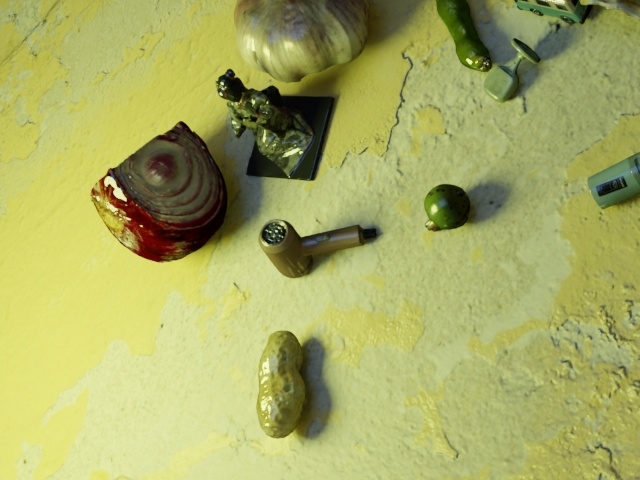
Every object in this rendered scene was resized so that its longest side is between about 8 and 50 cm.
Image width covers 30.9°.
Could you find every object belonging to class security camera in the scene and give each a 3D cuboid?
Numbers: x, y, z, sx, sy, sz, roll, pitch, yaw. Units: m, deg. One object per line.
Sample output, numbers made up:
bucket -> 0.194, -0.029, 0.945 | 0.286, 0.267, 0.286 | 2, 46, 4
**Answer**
security camera -> 0.288, -0.255, 1.767 | 0.092, 0.058, 0.058 | -52, 49, 23

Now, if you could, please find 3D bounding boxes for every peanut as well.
peanut -> -0.058, 0.223, 1.812 | 0.080, 0.080, 0.175 | -16, 61, 31

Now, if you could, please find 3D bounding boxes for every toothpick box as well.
toothpick box -> 0.416, -0.082, 1.592 | 0.083, 0.052, 0.052 | -28, 57, 27

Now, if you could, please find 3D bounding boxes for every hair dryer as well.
hair dryer -> 0.000, 0.000, 1.851 | 0.181, 0.117, 0.064 | -12, 62, 11

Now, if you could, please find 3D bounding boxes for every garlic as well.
garlic -> -0.052, -0.412, 1.935 | 0.245, 0.253, 0.245 | -17, 40, 15

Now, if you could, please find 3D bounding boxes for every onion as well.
onion -> -0.278, -0.061, 2.018 | 0.207, 0.216, 0.206 | 54, 146, 2

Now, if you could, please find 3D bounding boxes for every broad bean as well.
broad bean -> 0.218, -0.358, 1.854 | 0.052, 0.053, 0.256 | -12, 58, -10

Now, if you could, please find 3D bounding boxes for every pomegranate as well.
pomegranate -> 0.190, -0.043, 1.742 | 0.073, 0.073, 0.085 | 28, 126, 40

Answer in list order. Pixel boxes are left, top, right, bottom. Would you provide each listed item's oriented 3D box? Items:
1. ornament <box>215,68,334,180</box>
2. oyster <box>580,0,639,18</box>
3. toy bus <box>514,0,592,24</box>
ornament -> -0.112, -0.209, 1.948 | 0.166, 0.196, 0.153 | 6, 75, 39
oyster -> 0.468, -0.390, 1.642 | 0.354, 0.107, 0.201 | 30, 89, 17
toy bus -> 0.345, -0.375, 1.748 | 0.123, 0.075, 0.060 | 24, 87, 40
